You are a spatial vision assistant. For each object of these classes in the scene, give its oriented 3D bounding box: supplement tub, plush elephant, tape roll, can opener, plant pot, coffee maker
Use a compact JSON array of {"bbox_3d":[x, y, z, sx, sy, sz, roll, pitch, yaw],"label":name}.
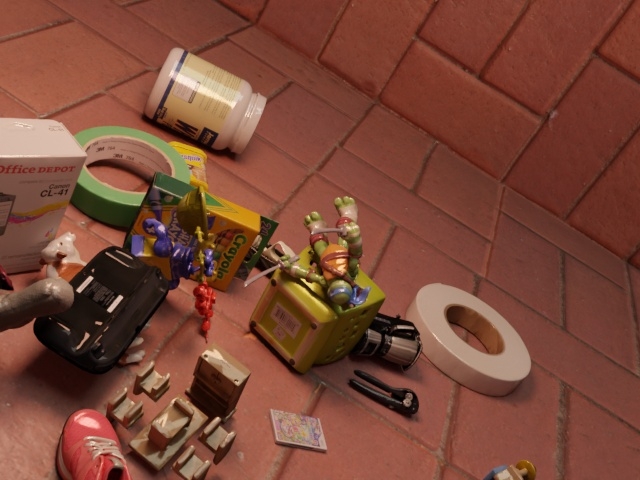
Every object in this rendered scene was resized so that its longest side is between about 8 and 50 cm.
[{"bbox_3d":[-0.354,-0.423,2.549,0.324,0.235,0.235,25,28,-13],"label":"supplement tub"},{"bbox_3d":[-0.635,0.044,1.453,0.272,0.330,0.255,47,10,-45],"label":"plush elephant"},{"bbox_3d":[0.425,0.278,2.380,0.391,0.072,0.392,24,29,-15],"label":"tape roll"},{"bbox_3d":[-0.495,-0.167,2.102,0.321,0.077,0.321,16,37,-12],"label":"tape roll"},{"bbox_3d":[0.155,0.368,1.993,0.186,0.073,0.059,23,68,-10],"label":"can opener"},{"bbox_3d":[-0.022,0.163,1.960,0.228,0.227,0.207,43,36,20],"label":"plant pot"},{"bbox_3d":[0.150,0.244,2.134,0.178,0.120,0.171,20,6,-24],"label":"coffee maker"}]

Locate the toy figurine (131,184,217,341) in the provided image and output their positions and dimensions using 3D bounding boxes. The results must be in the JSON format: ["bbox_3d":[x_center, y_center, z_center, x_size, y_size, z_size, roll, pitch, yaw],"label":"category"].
[{"bbox_3d":[-0.345,0.049,1.786,0.217,0.363,0.191,3,50,-1],"label":"toy figurine"}]

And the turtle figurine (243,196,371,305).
[{"bbox_3d":[0.000,0.000,1.833,0.274,0.198,0.266,19,36,-13],"label":"turtle figurine"}]

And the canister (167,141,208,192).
[{"bbox_3d":[-0.380,-0.194,2.328,0.126,0.073,0.170,16,33,-25],"label":"canister"}]

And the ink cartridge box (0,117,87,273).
[{"bbox_3d":[-0.629,-0.081,1.641,0.226,0.306,0.131,-8,47,-50],"label":"ink cartridge box"}]

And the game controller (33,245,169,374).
[{"bbox_3d":[-0.415,0.125,1.602,0.166,0.067,0.319,27,33,1],"label":"game controller"}]

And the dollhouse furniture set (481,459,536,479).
[{"bbox_3d":[0.402,0.606,1.577,0.198,0.303,0.286,0,42,-44],"label":"dollhouse furniture set"}]

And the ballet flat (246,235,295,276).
[{"bbox_3d":[-0.142,0.022,2.192,0.280,0.096,0.095,37,29,9],"label":"ballet flat"}]

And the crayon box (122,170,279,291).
[{"bbox_3d":[-0.285,-0.009,1.983,0.322,0.203,0.083,22,29,-17],"label":"crayon box"}]

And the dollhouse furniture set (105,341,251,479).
[{"bbox_3d":[-0.257,0.337,1.574,0.212,0.161,0.242,37,50,10],"label":"dollhouse furniture set"}]

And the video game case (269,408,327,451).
[{"bbox_3d":[-0.048,0.404,1.760,0.122,0.011,0.087,17,31,-26],"label":"video game case"}]

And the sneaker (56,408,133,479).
[{"bbox_3d":[-0.350,0.384,1.354,0.115,0.136,0.314,14,32,-32],"label":"sneaker"}]

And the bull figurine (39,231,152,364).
[{"bbox_3d":[-0.462,0.124,1.688,0.188,0.101,0.311,7,48,-41],"label":"bull figurine"}]
